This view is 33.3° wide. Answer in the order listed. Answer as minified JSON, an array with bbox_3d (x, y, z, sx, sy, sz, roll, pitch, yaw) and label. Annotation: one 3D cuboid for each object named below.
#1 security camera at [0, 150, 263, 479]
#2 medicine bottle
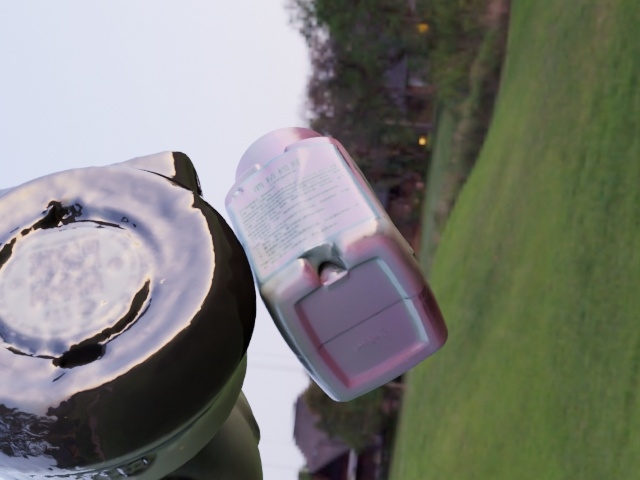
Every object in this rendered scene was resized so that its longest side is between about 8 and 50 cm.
[{"bbox_3d":[-0.124,0.109,0.671,0.277,0.197,0.191,82,171,-48],"label":"security camera"},{"bbox_3d":[0.000,0.000,0.710,0.119,0.094,0.188,58,-177,-36],"label":"medicine bottle"}]
